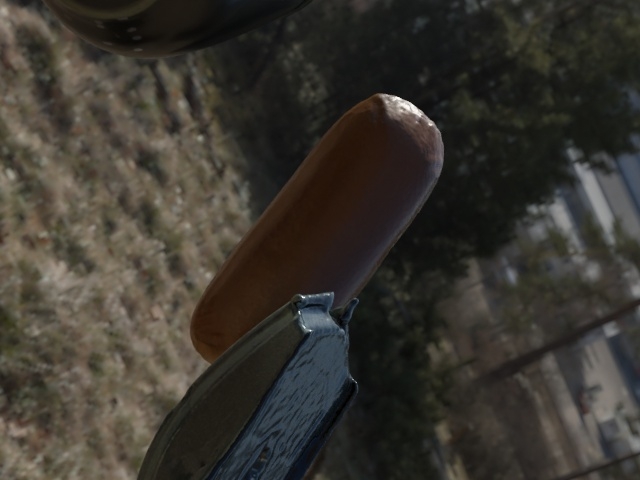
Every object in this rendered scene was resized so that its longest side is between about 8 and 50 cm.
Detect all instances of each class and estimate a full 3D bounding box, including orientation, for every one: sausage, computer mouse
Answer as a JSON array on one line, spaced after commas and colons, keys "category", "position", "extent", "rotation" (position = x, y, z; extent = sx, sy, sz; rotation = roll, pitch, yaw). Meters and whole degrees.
[{"category": "sausage", "position": [-0.001, -0.001, 1.072], "extent": [0.105, 0.274, 0.105], "rotation": [36, -9, 6]}, {"category": "computer mouse", "position": [-0.055, 0.122, 0.839], "extent": [0.071, 0.231, 0.126], "rotation": [29, -10, 28]}]

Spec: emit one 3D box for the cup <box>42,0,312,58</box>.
[{"category": "cup", "position": [-0.087, -0.224, 0.775], "extent": [0.176, 0.169, 0.223], "rotation": [-21, 88, -54]}]
